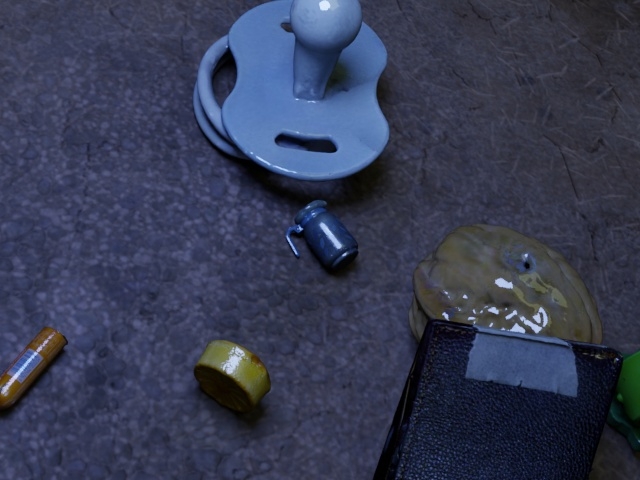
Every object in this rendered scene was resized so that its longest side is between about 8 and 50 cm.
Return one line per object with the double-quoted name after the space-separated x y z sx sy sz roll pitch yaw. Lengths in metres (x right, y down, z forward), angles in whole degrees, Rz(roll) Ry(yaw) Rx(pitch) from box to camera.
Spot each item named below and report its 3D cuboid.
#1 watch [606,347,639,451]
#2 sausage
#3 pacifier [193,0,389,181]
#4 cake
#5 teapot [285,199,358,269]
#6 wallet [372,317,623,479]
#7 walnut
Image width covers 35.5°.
0.423 0.162 1.200 0.165 0.152 0.131 -8 59 -23 "watch"
-0.302 0.133 1.016 0.031 0.031 0.107 35 54 3 "sausage"
-0.021 -0.224 1.228 0.244 0.233 0.299 8 55 -12 "pacifier"
-0.093 0.142 1.058 0.084 0.084 0.044 35 55 3 "cake"
0.003 -0.001 1.215 0.083 0.063 0.049 52 24 18 "teapot"
0.175 0.212 1.033 0.221 0.262 0.071 10 19 -13 "wallet"
0.207 0.088 1.135 0.198 0.198 0.245 -25 50 -32 "walnut"
